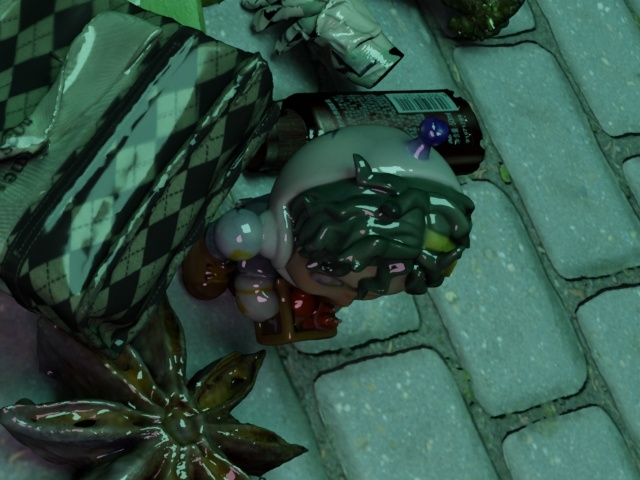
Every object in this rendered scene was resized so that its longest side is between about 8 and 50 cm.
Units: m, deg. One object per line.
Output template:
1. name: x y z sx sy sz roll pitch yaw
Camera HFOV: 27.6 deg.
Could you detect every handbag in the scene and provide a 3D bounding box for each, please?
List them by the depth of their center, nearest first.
1. handbag: -0.277 -0.133 1.174 0.416 0.180 0.316 29 78 12

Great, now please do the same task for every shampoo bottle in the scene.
1. shampoo bottle: 0.049 -0.126 1.591 0.323 0.084 0.129 -8 63 -36

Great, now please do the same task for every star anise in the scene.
1. star anise: -0.160 0.193 1.245 0.332 0.117 0.331 24 46 -28

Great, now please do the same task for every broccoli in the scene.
1. broccoli: 0.169 -0.387 1.763 0.243 0.263 0.247 -10 101 -8

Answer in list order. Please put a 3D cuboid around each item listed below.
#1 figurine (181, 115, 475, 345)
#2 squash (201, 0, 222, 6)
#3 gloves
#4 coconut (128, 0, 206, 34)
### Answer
1. figurine: -0.003 0.002 1.282 0.261 0.382 0.186 -11 83 -38
2. squash: -0.173 -0.319 1.562 0.200 0.075 0.090 -32 103 -63
3. gloves: 0.003 -0.278 1.623 0.212 0.111 0.127 45 46 0
4. coconut: -0.218 -0.189 1.369 0.205 0.236 0.236 -3 65 -17
